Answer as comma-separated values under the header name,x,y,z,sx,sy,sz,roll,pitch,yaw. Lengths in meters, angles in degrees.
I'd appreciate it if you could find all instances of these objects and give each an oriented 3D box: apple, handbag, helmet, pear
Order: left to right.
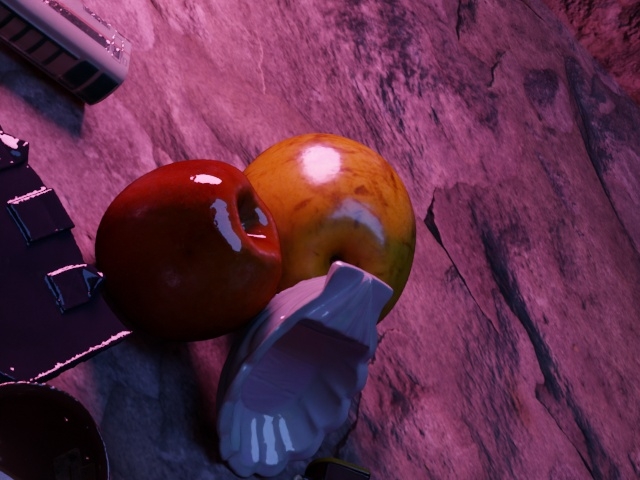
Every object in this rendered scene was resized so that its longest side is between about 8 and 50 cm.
name,x,y,z,sx,sy,sz,roll,pitch,yaw
handbag,-0.357,0.007,1.745,0.269,0.118,0.326,-25,84,-56
helmet,-0.302,0.223,1.612,0.175,0.106,0.155,24,53,-44
apple,-0.156,0.013,1.988,0.218,0.201,0.218,49,24,-31
pear,0.000,0.000,2.180,0.280,0.280,0.281,40,31,-31

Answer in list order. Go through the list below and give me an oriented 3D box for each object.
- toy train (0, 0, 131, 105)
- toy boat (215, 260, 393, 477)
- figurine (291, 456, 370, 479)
name,x,y,z,sx,sy,sz,roll,pitch,yaw
toy train,-0.408,-0.310,2.038,0.407,0.086,0.088,37,39,-34
toy boat,-0.034,0.147,2.014,0.199,0.290,0.100,27,12,-46
figurine,-0.002,0.332,2.046,0.098,0.082,0.154,36,32,-11
